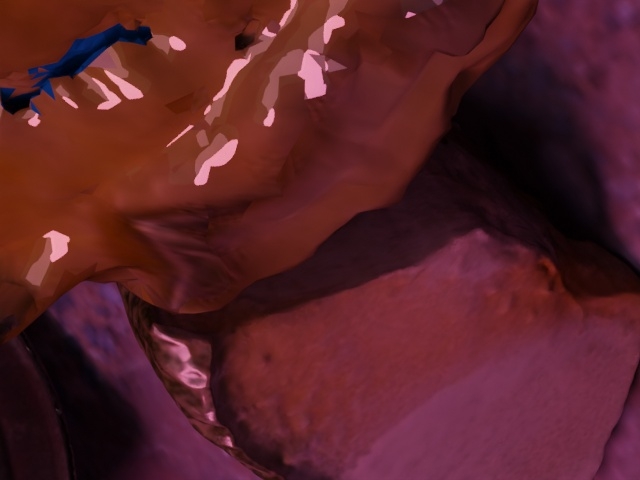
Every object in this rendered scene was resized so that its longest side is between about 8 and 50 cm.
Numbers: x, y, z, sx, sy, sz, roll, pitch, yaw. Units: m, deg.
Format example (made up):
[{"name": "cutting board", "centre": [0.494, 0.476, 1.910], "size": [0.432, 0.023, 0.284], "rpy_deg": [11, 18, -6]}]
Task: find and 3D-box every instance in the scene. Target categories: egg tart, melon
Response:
[{"name": "egg tart", "centre": [-0.101, -0.160, 0.353], "size": [0.388, 0.169, 0.388], "rpy_deg": [12, 109, 40]}, {"name": "melon", "centre": [-0.004, 0.003, 0.473], "size": [0.202, 0.139, 0.093], "rpy_deg": [47, 118, 8]}]

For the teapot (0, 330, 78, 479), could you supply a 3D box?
[{"name": "teapot", "centre": [-0.256, 0.107, 0.724], "size": [0.312, 0.233, 0.315], "rpy_deg": [-49, 53, 54]}]
